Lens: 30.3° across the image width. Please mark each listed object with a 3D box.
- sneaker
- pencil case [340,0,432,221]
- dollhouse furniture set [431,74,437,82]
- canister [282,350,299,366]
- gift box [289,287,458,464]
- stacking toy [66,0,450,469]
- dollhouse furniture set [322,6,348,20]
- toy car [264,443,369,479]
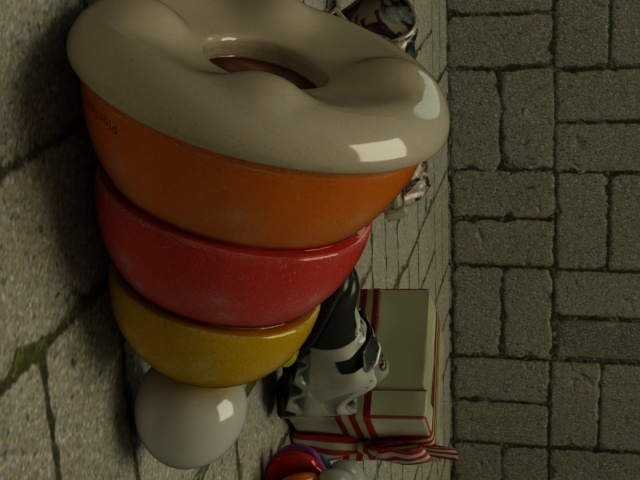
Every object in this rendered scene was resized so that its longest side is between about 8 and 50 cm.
[{"bbox_3d":[0.035,0.143,1.691,0.330,0.146,0.122,107,-13,-49],"label":"sneaker"},{"bbox_3d":[0.114,-0.237,2.164,0.183,0.160,0.410,-87,171,-49],"label":"pencil case"},{"bbox_3d":[0.053,-0.200,1.809,0.212,0.161,0.242,-56,160,-4],"label":"dollhouse furniture set"},{"bbox_3d":[-0.080,0.100,1.572,0.170,0.073,0.126,37,57,-73],"label":"canister"},{"bbox_3d":[0.096,0.248,1.959,0.276,0.255,0.258,59,32,-56],"label":"gift box"},{"bbox_3d":[-0.101,0.018,1.153,0.350,0.350,0.480,-62,170,-62],"label":"stacking toy"},{"bbox_3d":[-0.006,-0.258,1.917,0.182,0.161,0.101,-44,-168,-16],"label":"dollhouse furniture set"},{"bbox_3d":[-0.024,0.369,1.757,0.136,0.159,0.182,56,10,8],"label":"toy car"}]
